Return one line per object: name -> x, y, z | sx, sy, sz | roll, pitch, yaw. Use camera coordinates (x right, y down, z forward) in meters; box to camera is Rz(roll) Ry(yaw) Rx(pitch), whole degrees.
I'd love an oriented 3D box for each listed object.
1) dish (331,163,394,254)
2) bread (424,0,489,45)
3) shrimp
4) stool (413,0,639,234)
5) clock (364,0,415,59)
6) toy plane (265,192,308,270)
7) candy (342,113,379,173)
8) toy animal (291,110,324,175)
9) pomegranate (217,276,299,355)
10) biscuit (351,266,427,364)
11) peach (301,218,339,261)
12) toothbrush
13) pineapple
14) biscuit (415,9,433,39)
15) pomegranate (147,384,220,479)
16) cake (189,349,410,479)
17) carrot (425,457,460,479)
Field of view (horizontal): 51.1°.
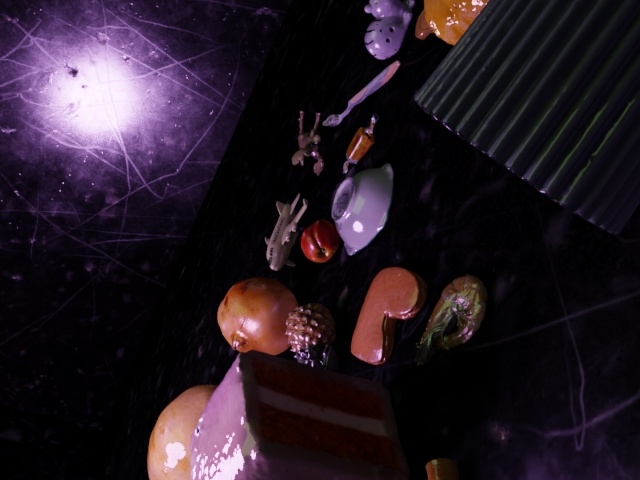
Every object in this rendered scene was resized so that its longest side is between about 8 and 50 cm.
dish -> 0.077, -0.087, 1.525 | 0.224, 0.078, 0.246 | -66, 21, 11
bread -> 0.342, -0.507, 1.148 | 0.375, 0.165, 0.237 | -24, 50, 60
shrimp -> 0.207, 0.136, 1.060 | 0.180, 0.041, 0.099 | -58, 38, 23
stool -> 0.320, -0.223, 0.773 | 0.330, 0.297, 0.297 | -57, 23, 18
clock -> 0.159, -0.560, 1.719 | 0.176, 0.117, 0.080 | -70, 20, 0
toy plane -> -0.100, -0.014, 1.877 | 0.229, 0.092, 0.244 | -43, 34, 46
candy -> 0.103, -0.240, 1.657 | 0.053, 0.046, 0.182 | -96, 28, -45
toy animal -> -0.030, -0.281, 1.955 | 0.214, 0.093, 0.186 | 121, 156, -87
pomegranate -> -0.150, 0.191, 1.655 | 0.209, 0.209, 0.209 | -51, 27, 39
biscuit -> 0.123, 0.142, 1.252 | 0.186, 0.036, 0.192 | 13, 83, 68
peach -> -0.001, 0.000, 1.618 | 0.101, 0.100, 0.101 | -51, 27, 39
toothbrush -> 0.109, -0.388, 1.802 | 0.375, 0.037, 0.028 | -29, 64, 57
pineapple -> -0.016, 0.252, 1.398 | 0.119, 0.111, 0.237 | 104, 165, -45
biscuit -> 0.265, -0.529, 1.560 | 0.140, 0.023, 0.118 | -50, 27, 40
pomegranate -> -0.273, 0.483, 1.595 | 0.307, 0.307, 0.307 | -51, 27, 39
cake -> -0.041, 0.349, 1.092 | 0.230, 0.308, 0.237 | -61, 25, 25
carrot -> 0.177, 0.364, 0.897 | 0.048, 0.048, 0.139 | -54, 28, 35
